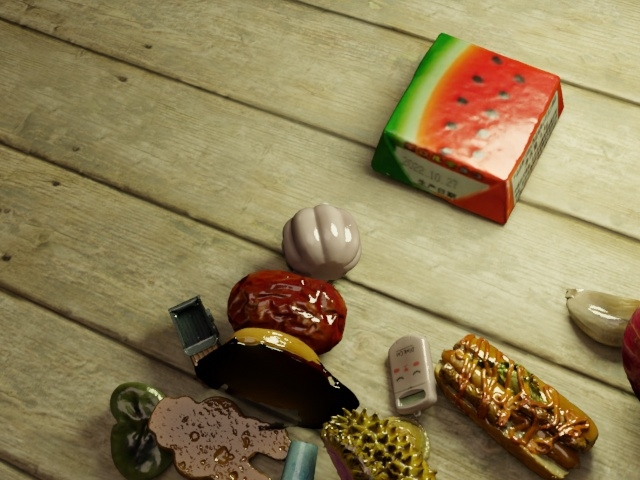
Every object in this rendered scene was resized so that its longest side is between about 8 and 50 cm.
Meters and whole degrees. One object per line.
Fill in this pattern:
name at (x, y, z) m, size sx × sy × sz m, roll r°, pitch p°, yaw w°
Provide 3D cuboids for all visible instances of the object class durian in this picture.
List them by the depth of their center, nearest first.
durian at (0.129, 0.469, 1.785) m, size 0.191 × 0.112 × 0.341 m, roll -25°, pitch 77°, yaw 8°

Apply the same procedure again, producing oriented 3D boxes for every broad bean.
broad bean at (-0.370, 0.397, 1.962) m, size 0.153 × 0.072 × 0.207 m, roll -18°, pitch 73°, yaw 0°

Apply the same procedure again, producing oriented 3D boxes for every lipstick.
lipstick at (-0.058, 0.535, 1.843) m, size 0.068 × 0.061 × 0.274 m, roll 13°, pitch 71°, yaw -4°

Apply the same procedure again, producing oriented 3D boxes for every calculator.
calculator at (0.188, 0.278, 1.927) m, size 0.100 × 0.032 × 0.175 m, roll -27°, pitch 56°, yaw 35°

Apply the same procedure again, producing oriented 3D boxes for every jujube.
jujube at (-0.069, 0.151, 1.974) m, size 0.250 × 0.174 × 0.174 m, roll 8°, pitch 65°, yaw 13°

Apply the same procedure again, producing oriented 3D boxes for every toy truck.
toy truck at (-0.258, 0.212, 2.016) m, size 0.083 × 0.092 × 0.192 m, roll -24°, pitch 63°, yaw -5°

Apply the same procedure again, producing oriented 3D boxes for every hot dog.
hot dog at (0.380, 0.319, 1.852) m, size 0.349 × 0.117 × 0.158 m, roll 40°, pitch 75°, yaw 24°
hot dog at (-0.091, 0.267, 1.892) m, size 0.194 × 0.326 × 0.107 m, roll -38°, pitch 31°, yaw 17°

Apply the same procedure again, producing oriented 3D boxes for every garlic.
garlic at (0.592, 0.164, 1.920) m, size 0.195 × 0.087 × 0.101 m, roll 12°, pitch 53°, yaw 17°

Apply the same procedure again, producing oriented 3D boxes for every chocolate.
chocolate at (0.339, -0.270, 2.126) m, size 0.341 × 0.161 × 0.360 m, roll 24°, pitch 69°, yaw 15°

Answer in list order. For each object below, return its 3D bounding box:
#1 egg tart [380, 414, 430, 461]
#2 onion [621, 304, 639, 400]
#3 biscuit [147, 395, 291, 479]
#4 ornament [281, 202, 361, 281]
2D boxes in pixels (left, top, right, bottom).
egg tart at (0.156, 0.406, 1.882) m, size 0.128 × 0.049 × 0.129 m, roll -3°, pitch 62°, yaw 6°
onion at (0.753, 0.193, 1.784) m, size 0.347 × 0.348 × 0.385 m, roll 11°, pitch 31°, yaw 14°
biscuit at (-0.210, 0.412, 1.918) m, size 0.295 × 0.044 × 0.186 m, roll 28°, pitch 67°, yaw 8°
ornament at (0.000, 0.000, 2.039) m, size 0.177 × 0.177 × 0.178 m, roll -3°, pitch 63°, yaw 7°
